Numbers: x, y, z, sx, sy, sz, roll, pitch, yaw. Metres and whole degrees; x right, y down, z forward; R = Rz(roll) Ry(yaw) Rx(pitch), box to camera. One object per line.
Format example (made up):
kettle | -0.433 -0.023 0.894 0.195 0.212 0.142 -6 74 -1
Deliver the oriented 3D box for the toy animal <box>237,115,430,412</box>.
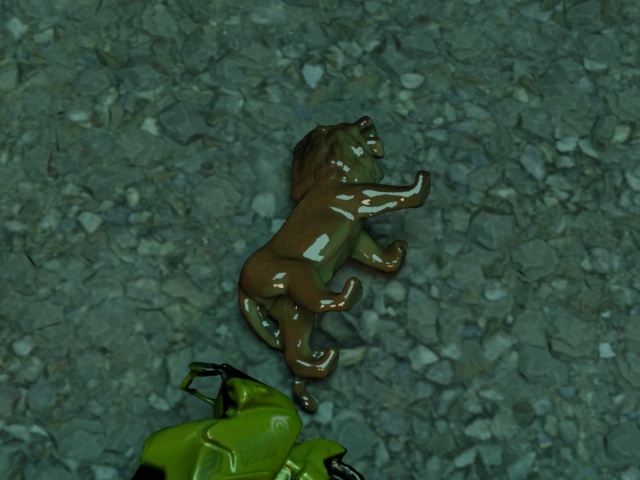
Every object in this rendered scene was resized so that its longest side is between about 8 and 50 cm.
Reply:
toy animal | 0.000 0.000 1.598 0.157 0.097 0.312 23 61 20

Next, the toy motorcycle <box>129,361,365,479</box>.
toy motorcycle | -0.130 0.223 1.408 0.342 0.142 0.206 -19 63 -21
